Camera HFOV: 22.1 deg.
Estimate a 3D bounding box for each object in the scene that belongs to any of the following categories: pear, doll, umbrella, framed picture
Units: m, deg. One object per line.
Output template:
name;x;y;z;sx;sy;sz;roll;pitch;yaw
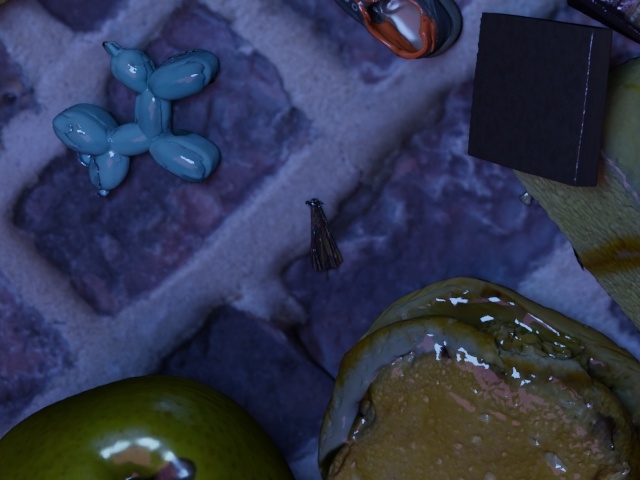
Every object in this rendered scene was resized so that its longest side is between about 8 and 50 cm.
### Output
pear;-0.173;0.314;1.541;0.362;0.362;0.418;20;140;9
doll;-0.172;-0.109;1.539;0.158;0.059;0.159;12;115;11
umbrella;0.001;-0.001;1.550;0.031;0.020;0.083;-4;104;18
framed picture;0.180;-0.121;1.366;0.023;0.168;0.128;0;101;-26

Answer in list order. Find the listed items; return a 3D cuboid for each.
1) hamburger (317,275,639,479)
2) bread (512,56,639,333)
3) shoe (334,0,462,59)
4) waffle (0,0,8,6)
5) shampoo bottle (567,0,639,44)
hamburger;0.146;0.185;1.498;0.318;0.158;0.319;6;112;14
bread;0.297;-0.014;1.407;0.178;0.142;0.266;-39;98;11
shoe;0.037;-0.228;1.415;0.194;0.077;0.074;41;117;-2
waffle;-0.326;-0.364;1.401;0.304;0.077;0.348;-32;122;18
shampoo bottle;0.264;-0.204;1.359;0.236;0.067;0.068;32;94;3
